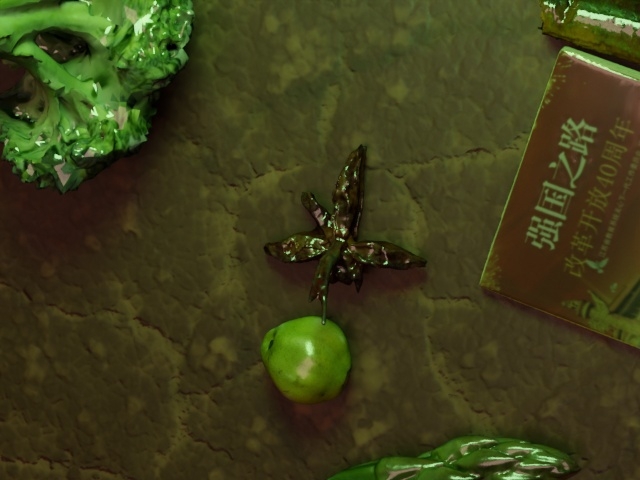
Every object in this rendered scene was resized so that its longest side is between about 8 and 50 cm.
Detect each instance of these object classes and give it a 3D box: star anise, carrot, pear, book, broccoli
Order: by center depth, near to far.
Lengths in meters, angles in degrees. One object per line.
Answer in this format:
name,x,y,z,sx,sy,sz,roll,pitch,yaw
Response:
carrot,0.331,-0.186,1.666,0.260,0.070,0.070,19,104,13
book,0.367,-0.006,1.697,0.374,0.028,0.262,21,112,11
broccoli,-0.292,-0.235,1.729,0.249,0.302,0.375,20,114,51
star anise,0.008,0.005,1.753,0.158,0.144,0.140,-38,80,19
pear,-0.017,0.124,1.807,0.097,0.092,0.092,16,103,12

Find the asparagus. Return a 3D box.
asparagus,0.128,0.243,1.796,0.287,0.080,0.080,-9,97,22
